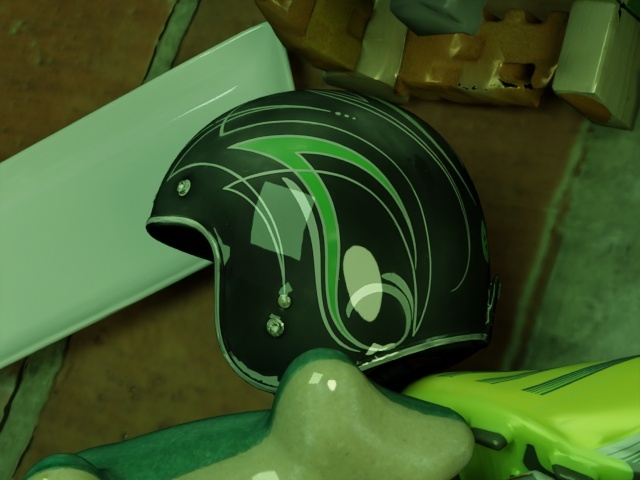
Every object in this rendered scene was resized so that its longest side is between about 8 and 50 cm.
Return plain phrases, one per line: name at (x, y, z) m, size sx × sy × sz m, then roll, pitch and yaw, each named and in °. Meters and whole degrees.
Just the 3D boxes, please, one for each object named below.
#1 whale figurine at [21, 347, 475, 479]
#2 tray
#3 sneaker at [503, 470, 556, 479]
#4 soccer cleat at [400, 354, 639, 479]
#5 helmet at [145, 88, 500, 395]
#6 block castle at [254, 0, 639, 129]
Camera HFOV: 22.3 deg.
whale figurine at (-0.053, 0.138, 0.793) m, size 0.272 × 0.216 × 0.141 m, roll -46°, pitch 33°, yaw 25°
tray at (-0.121, -0.019, 1.008) m, size 0.270 × 0.030 × 0.145 m, roll -26°, pitch 57°, yaw 20°
sneaker at (0.053, 0.200, 0.739) m, size 0.084 × 0.083 × 0.215 m, roll 36°, pitch 105°, yaw 23°
soccer cleat at (0.169, 0.087, 0.765) m, size 0.289 × 0.093 × 0.121 m, roll -1°, pitch 38°, yaw 36°
helmet at (0.000, 0.000, 0.843) m, size 0.169 × 0.169 × 0.162 m, roll -24°, pitch 76°, yaw 21°
block castle at (0.145, -0.191, 0.758) m, size 0.453 × 0.303 × 0.213 m, roll 10°, pitch 80°, yaw 34°
